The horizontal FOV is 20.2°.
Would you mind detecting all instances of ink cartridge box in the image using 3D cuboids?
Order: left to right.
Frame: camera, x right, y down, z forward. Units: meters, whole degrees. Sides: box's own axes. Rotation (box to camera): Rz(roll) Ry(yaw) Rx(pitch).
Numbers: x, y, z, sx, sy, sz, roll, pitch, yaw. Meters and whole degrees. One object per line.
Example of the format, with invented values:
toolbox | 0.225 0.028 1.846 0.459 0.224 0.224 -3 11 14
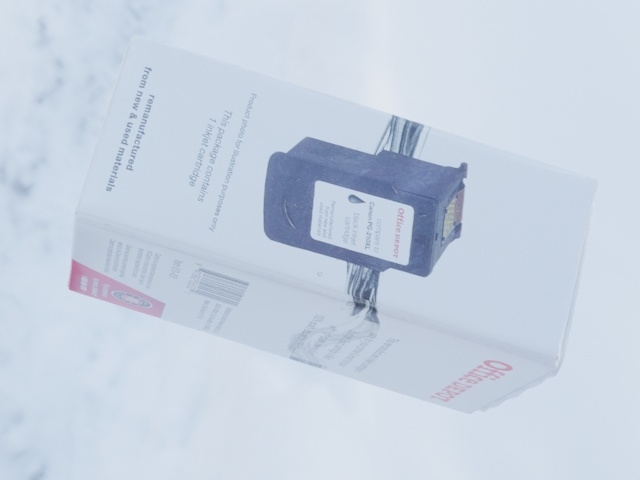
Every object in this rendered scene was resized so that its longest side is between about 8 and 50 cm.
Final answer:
ink cartridge box | 0.000 0.000 0.909 0.237 0.172 0.100 17 75 -5
